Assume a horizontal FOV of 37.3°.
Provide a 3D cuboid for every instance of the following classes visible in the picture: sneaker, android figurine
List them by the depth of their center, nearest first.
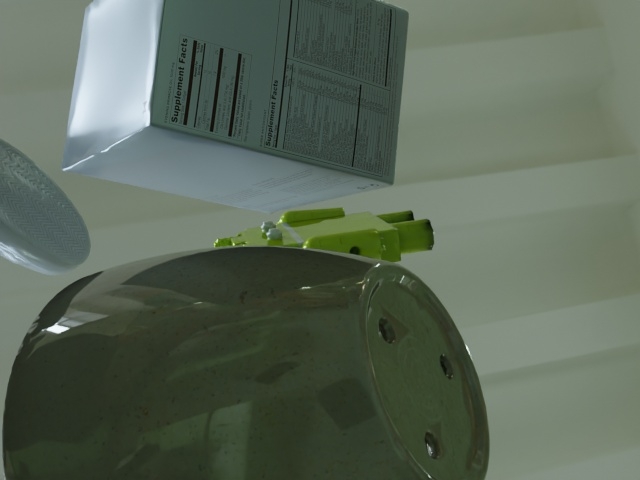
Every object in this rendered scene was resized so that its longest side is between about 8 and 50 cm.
[{"bbox_3d":[-0.385,-0.033,0.941,0.292,0.108,0.169,38,-61,-16],"label":"sneaker"},{"bbox_3d":[0.000,0.000,1.226,0.273,0.248,0.056,-6,-79,-7],"label":"android figurine"}]

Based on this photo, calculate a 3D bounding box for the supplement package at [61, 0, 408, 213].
[{"bbox_3d":[-0.071,-0.120,0.760,0.203,0.194,0.149,11,-102,-32],"label":"supplement package"}]

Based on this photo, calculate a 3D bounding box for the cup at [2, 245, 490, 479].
[{"bbox_3d":[-0.020,0.134,0.690,0.237,0.331,0.331,-25,-98,27],"label":"cup"}]
